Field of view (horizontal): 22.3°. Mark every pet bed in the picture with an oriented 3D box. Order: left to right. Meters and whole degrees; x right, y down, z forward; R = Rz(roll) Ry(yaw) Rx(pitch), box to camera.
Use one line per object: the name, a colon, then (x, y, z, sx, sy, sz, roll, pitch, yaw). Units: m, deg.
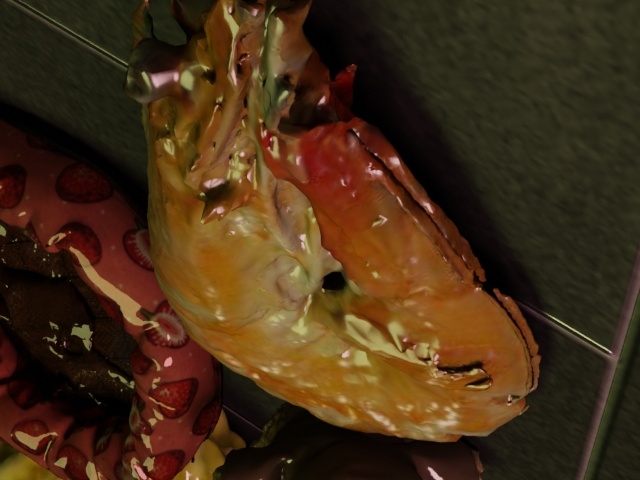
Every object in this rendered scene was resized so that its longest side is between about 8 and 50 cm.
pet bed: (-0.126, 0.033, 0.760, 0.201, 0.053, 0.201, 25, 135, 27)

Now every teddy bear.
teddy bear: (0.007, 0.097, 0.715, 0.119, 0.078, 0.160, -2, 180, -12)

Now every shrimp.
shrimp: (0.000, -0.001, 0.548, 0.154, 0.062, 0.294, 19, 158, 18)

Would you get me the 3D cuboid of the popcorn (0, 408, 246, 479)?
popcorn: (-0.131, 0.179, 0.935, 0.259, 0.212, 0.259, 30, 150, 19)
